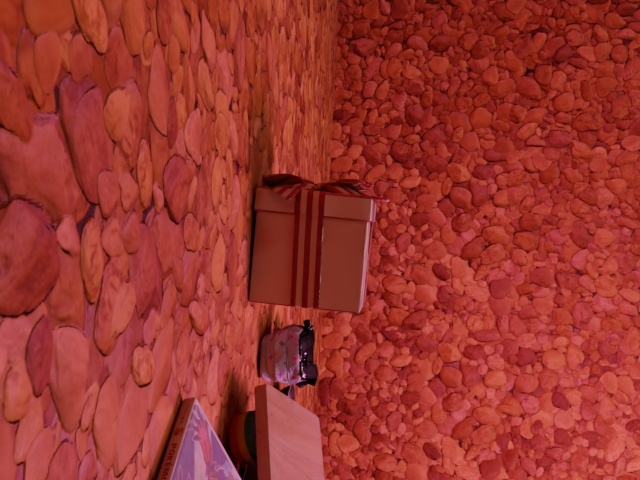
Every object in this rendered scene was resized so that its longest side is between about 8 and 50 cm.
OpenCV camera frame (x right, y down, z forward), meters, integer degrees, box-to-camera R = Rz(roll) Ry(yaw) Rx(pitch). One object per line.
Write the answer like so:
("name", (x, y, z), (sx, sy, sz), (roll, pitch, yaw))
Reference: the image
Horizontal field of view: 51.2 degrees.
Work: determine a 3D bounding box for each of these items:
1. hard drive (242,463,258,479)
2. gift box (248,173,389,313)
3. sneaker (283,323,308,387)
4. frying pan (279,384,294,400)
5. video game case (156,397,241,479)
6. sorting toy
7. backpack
("hard drive", (-0.127, 0.623, 1.322), (0.237, 0.064, 0.338), (-78, 171, -59))
("gift box", (0.000, 0.000, 1.334), (0.276, 0.255, 0.258), (-14, 109, -88))
("sneaker", (-0.055, 0.298, 1.683), (0.234, 0.078, 0.106), (88, -24, -53))
("frying pan", (-0.098, 0.518, 1.657), (0.197, 0.053, 0.325), (82, 14, -68))
("video game case", (-0.148, 0.333, 0.840), (0.183, 0.023, 0.201), (-82, 157, -55))
("sorting toy", (-0.077, 0.419, 1.193), (0.257, 0.090, 0.255), (52, 27, -55))
("backpack", (-0.069, 0.258, 1.477), (0.182, 0.115, 0.151), (39, 42, -82))
